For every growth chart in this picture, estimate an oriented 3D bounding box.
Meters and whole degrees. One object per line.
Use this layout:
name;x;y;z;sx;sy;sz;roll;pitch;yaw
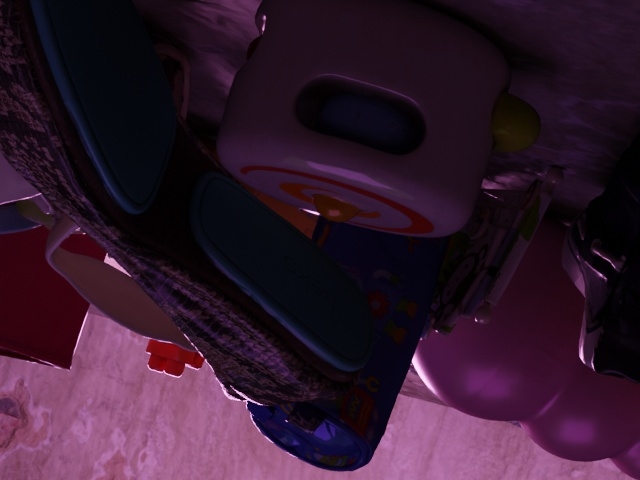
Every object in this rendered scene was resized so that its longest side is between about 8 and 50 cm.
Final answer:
growth chart;0.127;0.016;1.712;0.021;0.172;0.237;30;169;-19

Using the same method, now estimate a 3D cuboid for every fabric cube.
fabric cube;-0.401;-0.024;2.113;0.254;0.258;0.259;26;167;-40

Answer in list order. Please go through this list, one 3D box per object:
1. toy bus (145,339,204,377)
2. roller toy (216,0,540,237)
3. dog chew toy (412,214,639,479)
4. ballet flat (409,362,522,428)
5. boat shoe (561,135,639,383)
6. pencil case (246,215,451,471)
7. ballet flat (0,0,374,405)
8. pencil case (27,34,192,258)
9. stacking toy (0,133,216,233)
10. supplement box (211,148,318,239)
toy bus;-0.134;0.074;2.385;0.220;0.211;0.149;7;165;41
roller toy;0.027;-0.083;1.344;0.209;0.146;0.191;8;167;46
dog chew toy;0.247;0.117;1.827;0.332;0.206;0.206;34;169;-7
ballet flat;0.256;0.160;2.484;0.409;0.147;0.147;21;170;-27
boat shoe;0.265;-0.016;1.480;0.127;0.158;0.340;12;-161;0
pencil case;0.029;0.050;1.676;0.133;0.306;0.119;30;153;-18
ballet flat;-0.147;-0.032;1.416;0.182;0.164;0.483;-18;129;28
pencil case;-0.324;-0.129;1.577;0.410;0.183;0.160;16;147;8
stacking toy;-0.264;-0.022;1.838;0.309;0.130;0.279;6;-162;9
supplement box;-0.012;-0.043;1.815;0.080;0.078;0.233;52;-171;28
